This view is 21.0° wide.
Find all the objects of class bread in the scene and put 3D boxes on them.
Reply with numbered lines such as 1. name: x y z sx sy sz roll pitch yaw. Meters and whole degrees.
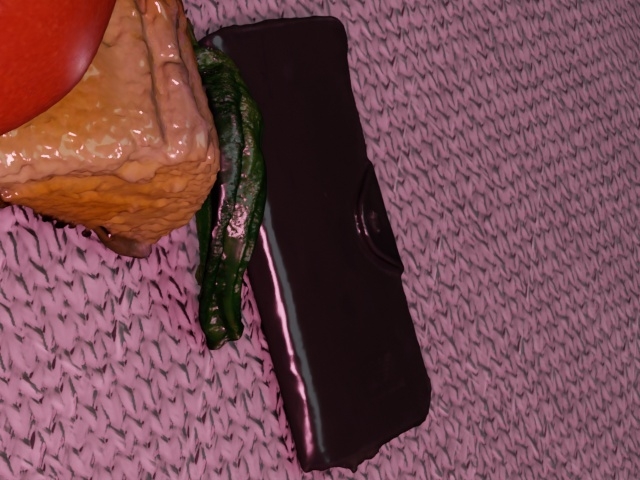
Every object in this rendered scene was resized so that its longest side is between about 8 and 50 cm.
1. bread: -0.159 -0.114 1.191 0.262 0.162 0.204 19 51 -65

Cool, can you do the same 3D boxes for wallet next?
1. wallet: 0.000 0.000 1.455 0.197 0.051 0.378 -17 93 -54

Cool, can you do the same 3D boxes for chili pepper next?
1. chili pepper: -0.079 -0.059 1.315 0.065 0.122 0.279 -2 83 -27

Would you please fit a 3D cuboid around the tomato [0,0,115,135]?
1. tomato: -0.260 -0.207 0.972 0.273 0.341 0.341 60 26 -71
